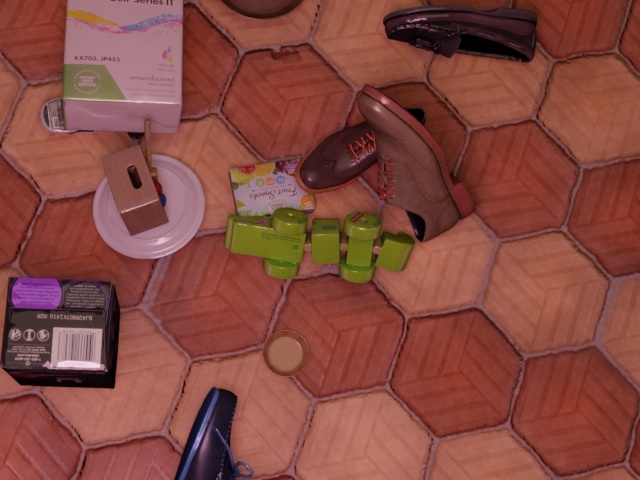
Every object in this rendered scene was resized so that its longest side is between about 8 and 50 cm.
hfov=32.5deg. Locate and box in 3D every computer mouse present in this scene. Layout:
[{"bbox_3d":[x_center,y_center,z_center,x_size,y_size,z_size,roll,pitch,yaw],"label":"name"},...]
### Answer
[{"bbox_3d":[-0.408,-0.229,1.981,0.193,0.042,0.106,-6,82,-15],"label":"computer mouse"}]

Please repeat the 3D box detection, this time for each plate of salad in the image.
[{"bbox_3d":[-0.303,-0.058,1.951,0.200,0.048,0.200,0,70,1],"label":"plate of salad"}]

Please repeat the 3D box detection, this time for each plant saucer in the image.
[{"bbox_3d":[-0.061,0.200,1.940,0.083,0.015,0.083,2,77,-7],"label":"plant saucer"},{"bbox_3d":[-0.115,-0.504,2.088,0.198,0.036,0.198,2,76,-8],"label":"plant saucer"}]

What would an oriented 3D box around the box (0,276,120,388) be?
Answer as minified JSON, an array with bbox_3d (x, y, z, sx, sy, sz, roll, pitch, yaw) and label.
[{"bbox_3d":[-0.412,0.156,1.769,0.165,0.270,0.143,3,77,-7],"label":"box"}]

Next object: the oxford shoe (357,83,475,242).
[{"bbox_3d":[0.148,-0.123,1.915,0.130,0.123,0.348,-42,125,-3],"label":"oxford shoe"}]

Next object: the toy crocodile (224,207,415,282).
[{"bbox_3d":[0.000,0.000,1.952,0.340,0.105,0.115,4,117,-3],"label":"toy crocodile"}]

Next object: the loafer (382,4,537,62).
[{"bbox_3d":[0.270,-0.387,2.081,0.302,0.109,0.095,-2,81,-11],"label":"loafer"}]

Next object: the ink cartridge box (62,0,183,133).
[{"bbox_3d":[-0.348,-0.375,1.957,0.207,0.119,0.353,1,68,-10],"label":"ink cartridge box"}]

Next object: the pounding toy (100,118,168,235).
[{"bbox_3d":[-0.308,-0.106,1.873,0.100,0.130,0.141,-20,72,-6],"label":"pounding toy"}]

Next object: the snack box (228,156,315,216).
[{"bbox_3d":[-0.088,-0.089,1.993,0.141,0.037,0.100,-10,79,-10],"label":"snack box"}]

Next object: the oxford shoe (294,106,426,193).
[{"bbox_3d":[0.073,-0.174,1.990,0.271,0.098,0.097,-32,87,-20],"label":"oxford shoe"}]

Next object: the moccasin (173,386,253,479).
[{"bbox_3d":[-0.186,0.417,1.828,0.117,0.138,0.342,17,89,-8],"label":"moccasin"}]
